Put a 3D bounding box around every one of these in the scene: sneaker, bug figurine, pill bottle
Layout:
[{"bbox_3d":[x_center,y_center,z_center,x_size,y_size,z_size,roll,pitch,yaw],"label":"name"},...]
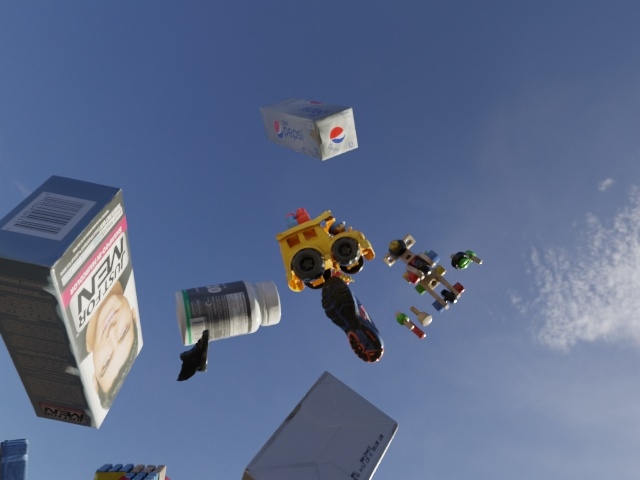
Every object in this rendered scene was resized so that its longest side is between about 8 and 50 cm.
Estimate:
[{"bbox_3d":[-0.395,0.356,1.390,0.089,0.051,0.170,5,-76,-11],"label":"sneaker"},{"bbox_3d":[0.014,0.053,1.637,0.216,0.279,0.072,26,-60,-30],"label":"bug figurine"},{"bbox_3d":[-0.347,0.260,1.677,0.204,0.362,0.204,173,-90,-68],"label":"pill bottle"},{"bbox_3d":[0.075,0.183,1.054,0.083,0.087,0.221,-33,-105,12],"label":"sneaker"}]

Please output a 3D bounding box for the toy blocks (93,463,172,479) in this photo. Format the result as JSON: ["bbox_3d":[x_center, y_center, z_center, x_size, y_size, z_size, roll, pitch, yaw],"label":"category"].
[{"bbox_3d":[-0.306,0.470,0.678,0.191,0.260,0.381,4,-15,-6],"label":"toy blocks"}]

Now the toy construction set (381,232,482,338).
[{"bbox_3d":[0.308,0.127,1.466,0.237,0.258,0.308,40,-68,51],"label":"toy construction set"}]

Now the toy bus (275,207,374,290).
[{"bbox_3d":[0.000,0.000,1.122,0.221,0.149,0.211,-23,-110,3],"label":"toy bus"}]

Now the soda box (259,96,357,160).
[{"bbox_3d":[-0.035,-0.268,1.043,0.286,0.098,0.091,34,-37,54],"label":"soda box"}]

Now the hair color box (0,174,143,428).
[{"bbox_3d":[-0.385,0.110,0.706,0.114,0.185,0.374,12,-52,-1],"label":"hair color box"}]

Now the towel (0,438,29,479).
[{"bbox_3d":[-0.815,0.590,1.186,0.029,0.067,0.119,-44,-130,26],"label":"towel"}]

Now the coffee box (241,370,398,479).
[{"bbox_3d":[-0.022,0.283,0.490,0.098,0.141,0.246,32,-51,18],"label":"coffee box"}]
